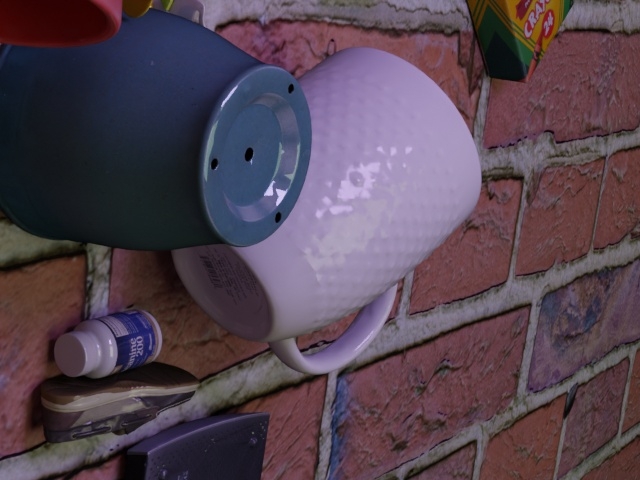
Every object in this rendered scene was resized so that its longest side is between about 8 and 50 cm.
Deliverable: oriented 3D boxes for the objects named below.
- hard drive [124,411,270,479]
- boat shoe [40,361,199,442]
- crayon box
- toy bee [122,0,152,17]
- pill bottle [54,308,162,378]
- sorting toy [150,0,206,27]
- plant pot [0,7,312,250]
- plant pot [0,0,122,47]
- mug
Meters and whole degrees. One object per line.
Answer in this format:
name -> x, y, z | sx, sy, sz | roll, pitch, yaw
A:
hard drive -> -0.165, 0.313, 1.684 | 0.254, 0.054, 0.172 | -9, 110, -56
boat shoe -> -0.235, 0.189, 1.506 | 0.223, 0.080, 0.073 | -2, 110, -52
crayon box -> 0.315, -0.438, 2.108 | 0.202, 0.081, 0.318 | -58, 144, -25
toy bee -> -0.167, -0.312, 1.292 | 0.298, 0.162, 0.195 | 45, 56, -64
pill bottle -> -0.241, 0.119, 1.469 | 0.120, 0.067, 0.067 | -12, 113, -56
sorting toy -> -0.152, -0.247, 1.450 | 0.045, 0.075, 0.083 | -50, 140, -35
plant pot -> -0.158, -0.106, 1.329 | 0.271, 0.255, 0.272 | -30, 127, -50
plant pot -> -0.280, -0.316, 1.068 | 0.275, 0.274, 0.243 | 22, 76, -58
mug -> 0.000, 0.000, 1.605 | 0.328, 0.276, 0.374 | -40, 133, -32
